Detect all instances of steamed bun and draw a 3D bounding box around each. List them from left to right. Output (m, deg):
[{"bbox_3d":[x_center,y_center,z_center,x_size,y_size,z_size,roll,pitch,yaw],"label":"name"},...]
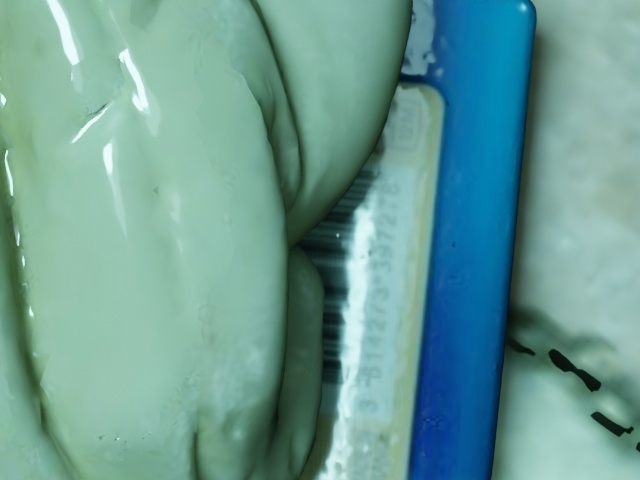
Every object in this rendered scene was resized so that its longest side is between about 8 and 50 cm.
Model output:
[{"bbox_3d":[-0.102,-0.020,0.388,0.218,0.144,0.211,1,86,35],"label":"steamed bun"}]

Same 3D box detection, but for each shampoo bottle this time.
[{"bbox_3d":[0.000,0.000,0.438,0.087,0.050,0.183,5,88,18],"label":"shampoo bottle"}]
